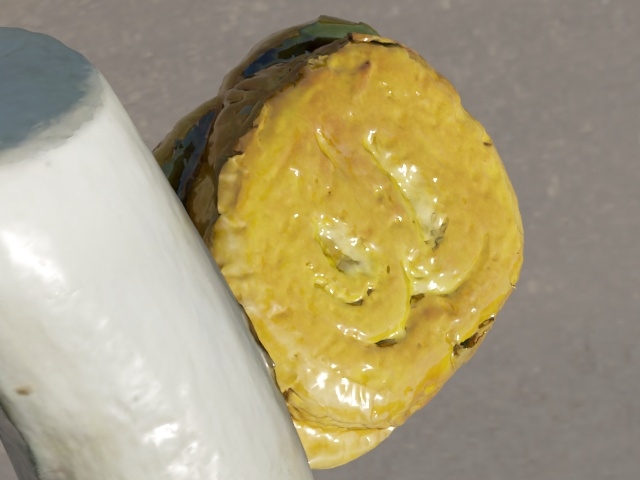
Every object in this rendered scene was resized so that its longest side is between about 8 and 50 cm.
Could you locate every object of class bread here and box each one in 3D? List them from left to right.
[{"bbox_3d":[0.002,0.003,0.947,0.198,0.120,0.236,50,64,-17],"label":"bread"}]

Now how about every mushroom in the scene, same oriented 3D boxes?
[{"bbox_3d":[-0.083,0.090,0.809,0.126,0.177,0.397,-40,123,-22],"label":"mushroom"}]
